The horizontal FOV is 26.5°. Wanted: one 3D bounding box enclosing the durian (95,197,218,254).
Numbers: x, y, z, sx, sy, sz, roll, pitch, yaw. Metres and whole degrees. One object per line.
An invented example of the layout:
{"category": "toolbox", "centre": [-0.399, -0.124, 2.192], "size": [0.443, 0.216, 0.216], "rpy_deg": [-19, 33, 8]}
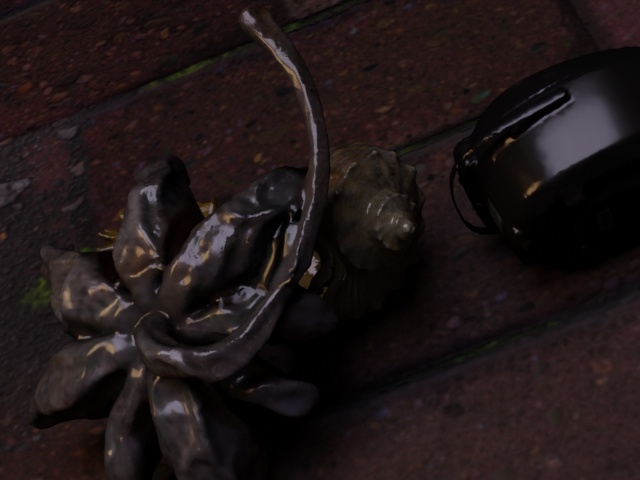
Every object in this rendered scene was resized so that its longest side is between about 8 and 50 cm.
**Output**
{"category": "durian", "centre": [-0.159, 0.028, 1.120], "size": [0.224, 0.078, 0.140], "rpy_deg": [-4, 88, 35]}

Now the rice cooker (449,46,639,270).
{"category": "rice cooker", "centre": [0.197, -0.061, 1.021], "size": [0.203, 0.142, 0.118], "rpy_deg": [-26, 54, 4]}

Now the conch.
{"category": "conch", "centre": [0.000, 0.000, 1.062], "size": [0.207, 0.130, 0.155], "rpy_deg": [2, 42, 52]}

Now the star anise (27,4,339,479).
{"category": "star anise", "centre": [-0.108, 0.044, 0.977], "size": [0.316, 0.139, 0.359], "rpy_deg": [-26, 72, 18]}
